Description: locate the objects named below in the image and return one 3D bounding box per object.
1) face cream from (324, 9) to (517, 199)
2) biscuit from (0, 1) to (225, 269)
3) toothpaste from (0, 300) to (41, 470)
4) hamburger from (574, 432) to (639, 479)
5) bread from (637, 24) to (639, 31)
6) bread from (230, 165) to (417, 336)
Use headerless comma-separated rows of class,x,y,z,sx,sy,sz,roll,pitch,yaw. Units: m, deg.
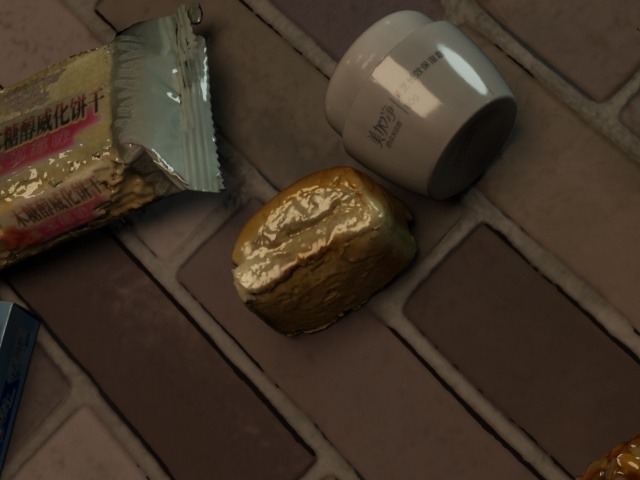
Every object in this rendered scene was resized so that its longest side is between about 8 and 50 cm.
face cream,0.069,-0.093,1.238,0.104,0.117,0.117,42,90,22
biscuit,-0.219,-0.061,1.370,0.309,0.079,0.186,-21,49,18
toothpaste,-0.275,0.177,1.323,0.066,0.053,0.272,5,71,22
hamburger,0.253,0.217,0.966,0.291,0.225,0.291,-11,63,22
bread,0.324,-0.124,1.096,0.246,0.176,0.195,-6,33,35
bread,-0.001,0.001,1.237,0.125,0.106,0.082,-31,61,7
